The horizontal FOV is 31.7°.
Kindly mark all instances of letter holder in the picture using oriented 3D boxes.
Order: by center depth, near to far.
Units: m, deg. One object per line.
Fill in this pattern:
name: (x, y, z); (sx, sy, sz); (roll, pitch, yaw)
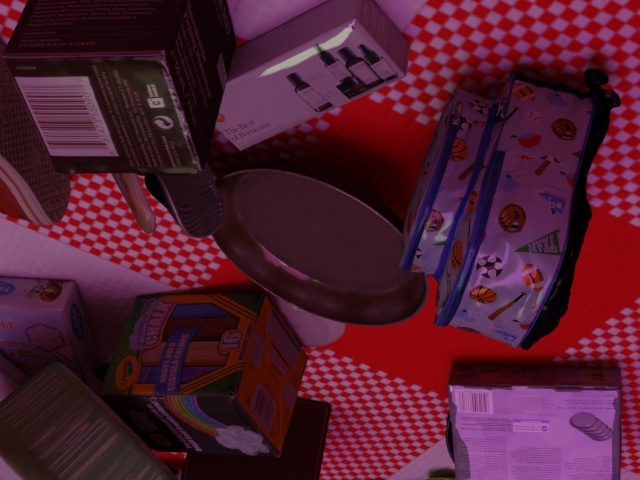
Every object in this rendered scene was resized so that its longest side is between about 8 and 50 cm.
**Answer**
letter holder: (-0.119, 0.408, 1.823); (0.214, 0.302, 0.152); (12, 142, -2)

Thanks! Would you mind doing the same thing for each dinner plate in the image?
dinner plate: (-0.033, 0.124, 1.680); (0.141, 0.017, 0.141); (7, 140, 6)

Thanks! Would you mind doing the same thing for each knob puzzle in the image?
knob puzzle: (-0.228, -0.090, 1.347); (0.030, 0.213, 0.213); (-24, 142, -13)

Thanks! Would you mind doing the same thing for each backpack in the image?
backpack: (0.200, -0.025, 1.242); (0.213, 0.263, 0.276); (8, 143, 4)

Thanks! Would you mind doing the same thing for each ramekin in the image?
ramekin: (-0.346, 0.318, 1.648); (0.303, 0.148, 0.303); (41, 164, 14)

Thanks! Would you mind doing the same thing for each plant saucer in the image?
plant saucer: (0.000, 0.000, 1.443); (0.310, 0.050, 0.311); (20, 148, 13)

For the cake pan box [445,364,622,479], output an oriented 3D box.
cake pan box: (0.322, 0.307, 1.716); (0.266, 0.070, 0.246); (-2, 114, 14)

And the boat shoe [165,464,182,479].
boat shoe: (-0.353, 0.445, 2.118); (0.227, 0.079, 0.081); (1, 117, 19)

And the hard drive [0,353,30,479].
hard drive: (-0.488, 0.312, 1.825); (0.203, 0.040, 0.307); (-28, 123, 25)

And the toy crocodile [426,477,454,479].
toy crocodile: (0.175, 0.496, 2.021); (0.340, 0.115, 0.105); (-16, 154, 32)

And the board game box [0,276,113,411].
board game box: (-0.512, 0.188, 1.798); (0.318, 0.066, 0.318); (3, 133, 9)

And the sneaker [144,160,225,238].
sneaker: (-0.192, -0.114, 1.371); (0.083, 0.118, 0.222); (-24, 118, -22)

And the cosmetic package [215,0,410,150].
cosmetic package: (-0.027, -0.186, 1.256); (0.239, 0.060, 0.099); (-21, 131, 33)

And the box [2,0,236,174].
box: (-0.198, -0.196, 1.167); (0.167, 0.203, 0.168); (1, 141, 12)

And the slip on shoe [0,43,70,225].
slip on shoe: (-0.406, -0.134, 1.369); (0.101, 0.123, 0.331); (4, 146, 14)

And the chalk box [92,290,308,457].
chalk box: (-0.195, 0.198, 1.673); (0.289, 0.179, 0.180); (-2, 141, 25)
